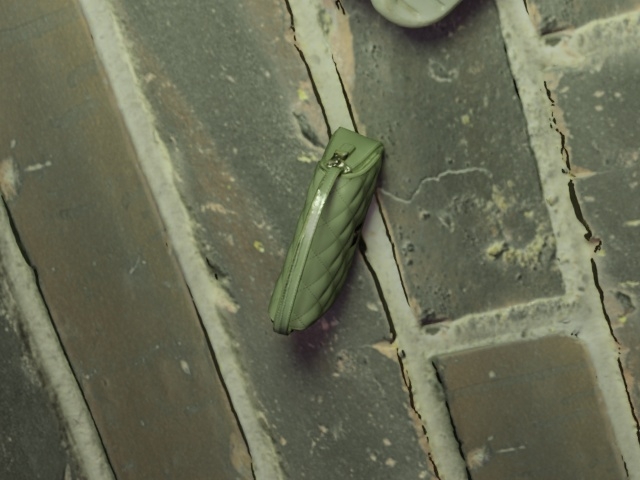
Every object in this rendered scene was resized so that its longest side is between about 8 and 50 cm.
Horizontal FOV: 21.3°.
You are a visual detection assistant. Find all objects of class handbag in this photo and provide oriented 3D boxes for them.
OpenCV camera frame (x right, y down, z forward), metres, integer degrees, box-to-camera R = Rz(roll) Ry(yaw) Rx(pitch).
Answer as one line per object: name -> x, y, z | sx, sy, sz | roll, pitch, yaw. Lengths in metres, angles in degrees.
handbag -> 0.000, 0.000, 2.072 | 0.079, 0.219, 0.256 | 21, 118, 6

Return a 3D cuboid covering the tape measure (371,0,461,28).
tape measure -> 0.121, -0.382, 1.902 | 0.265, 0.130, 0.258 | 33, 122, -30
